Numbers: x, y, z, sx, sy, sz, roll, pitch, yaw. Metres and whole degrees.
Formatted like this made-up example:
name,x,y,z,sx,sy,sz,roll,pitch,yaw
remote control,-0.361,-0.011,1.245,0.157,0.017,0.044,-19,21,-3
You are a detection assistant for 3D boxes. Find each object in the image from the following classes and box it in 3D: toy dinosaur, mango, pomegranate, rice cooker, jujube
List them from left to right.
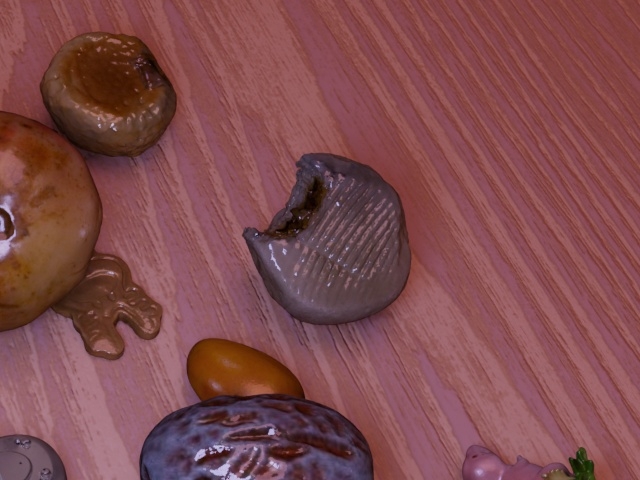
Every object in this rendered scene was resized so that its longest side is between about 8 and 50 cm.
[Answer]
name,x,y,z,sx,sy,sz,roll,pitch,yaw
pomegranate,-0.489,-0.027,1.923,0.338,0.338,0.338,7,49,-8
rice cooker,-0.434,0.342,1.724,0.206,0.127,0.145,-19,55,-37
mango,-0.118,0.214,1.922,0.219,0.112,0.144,30,19,34
jujube,-0.094,0.318,1.748,0.308,0.246,0.215,10,51,-18
toy dinosaur,0.305,0.358,1.886,0.177,0.152,0.194,-4,44,-6

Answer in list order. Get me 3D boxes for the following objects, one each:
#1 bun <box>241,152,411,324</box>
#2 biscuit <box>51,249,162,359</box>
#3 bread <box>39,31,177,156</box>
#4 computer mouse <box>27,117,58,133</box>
name,x,y,z,sx,sy,sz,roll,pitch,yaw
bun,0.014,0.007,2.073,0.281,0.205,0.282,1,87,-17
biscuit,-0.353,0.082,2.034,0.144,0.040,0.236,-26,62,-37
bread,-0.364,-0.246,2.247,0.244,0.134,0.244,9,49,-10
computer mouse,-0.517,-0.120,2.136,0.147,0.088,0.264,40,49,17
